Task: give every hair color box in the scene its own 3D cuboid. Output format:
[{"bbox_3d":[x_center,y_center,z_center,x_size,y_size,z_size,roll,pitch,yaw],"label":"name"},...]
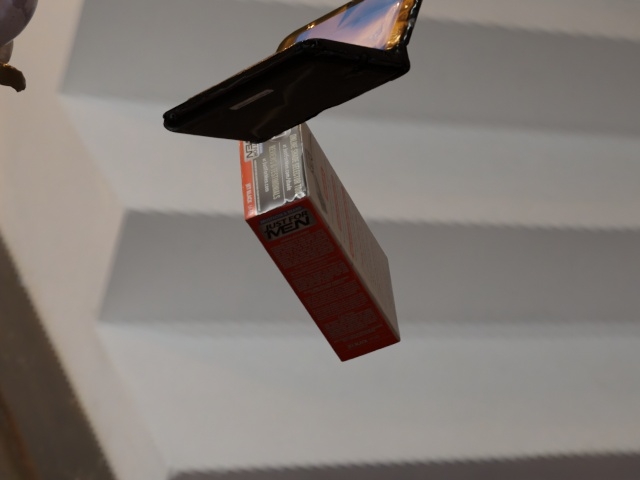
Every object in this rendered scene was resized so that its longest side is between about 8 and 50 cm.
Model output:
[{"bbox_3d":[0.000,0.000,1.264,0.053,0.167,0.093,-20,42,13],"label":"hair color box"}]

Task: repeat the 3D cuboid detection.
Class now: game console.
[{"bbox_3d":[-0.013,-0.103,0.917,0.107,0.122,0.071,4,70,-44],"label":"game console"}]

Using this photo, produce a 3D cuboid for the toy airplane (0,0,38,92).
[{"bbox_3d":[-0.324,-0.164,1.135,0.272,0.384,0.386,11,18,10],"label":"toy airplane"}]
